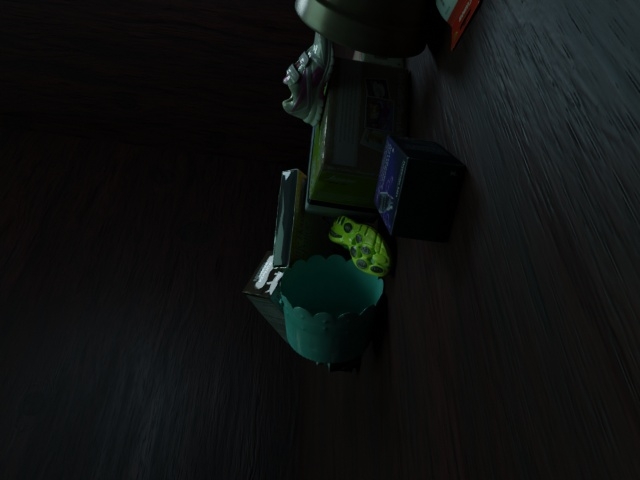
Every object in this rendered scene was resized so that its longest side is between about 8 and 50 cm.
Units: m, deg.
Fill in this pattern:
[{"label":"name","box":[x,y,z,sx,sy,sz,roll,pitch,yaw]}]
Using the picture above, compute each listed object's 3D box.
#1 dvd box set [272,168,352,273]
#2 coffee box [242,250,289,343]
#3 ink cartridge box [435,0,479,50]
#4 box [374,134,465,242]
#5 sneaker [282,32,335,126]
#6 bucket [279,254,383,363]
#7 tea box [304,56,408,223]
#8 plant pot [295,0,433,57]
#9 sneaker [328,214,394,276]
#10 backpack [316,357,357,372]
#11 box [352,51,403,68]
[{"label":"dvd box set","box":[0.000,0.000,1.690,0.420,0.062,0.307,32,-123,-55]},{"label":"coffee box","box":[-0.094,0.191,1.697,0.168,0.119,0.297,-59,-44,-29]},{"label":"ink cartridge box","box":[0.262,-0.486,1.035,0.145,0.045,0.179,114,164,-71]},{"label":"box","box":[0.183,-0.106,1.038,0.207,0.108,0.153,-99,17,-69]},{"label":"sneaker","box":[-0.033,-0.419,1.349,0.103,0.111,0.252,-105,27,-65]},{"label":"bucket","box":[0.026,0.183,1.449,0.281,0.281,0.183,-93,6,-57]},{"label":"tea box","box":[0.094,-0.264,1.479,0.323,0.220,0.329,117,159,-66]},{"label":"plant pot","box":[0.130,-0.606,1.171,0.323,0.323,0.280,-91,15,-48]},{"label":"sneaker","box":[0.129,0.010,1.446,0.109,0.124,0.295,-64,29,12]},{"label":"backpack","box":[0.050,0.303,1.666,0.188,0.144,0.165,-79,-7,-71]},{"label":"box","box":[0.156,-0.490,1.591,0.232,0.127,0.148,113,162,-67]}]
